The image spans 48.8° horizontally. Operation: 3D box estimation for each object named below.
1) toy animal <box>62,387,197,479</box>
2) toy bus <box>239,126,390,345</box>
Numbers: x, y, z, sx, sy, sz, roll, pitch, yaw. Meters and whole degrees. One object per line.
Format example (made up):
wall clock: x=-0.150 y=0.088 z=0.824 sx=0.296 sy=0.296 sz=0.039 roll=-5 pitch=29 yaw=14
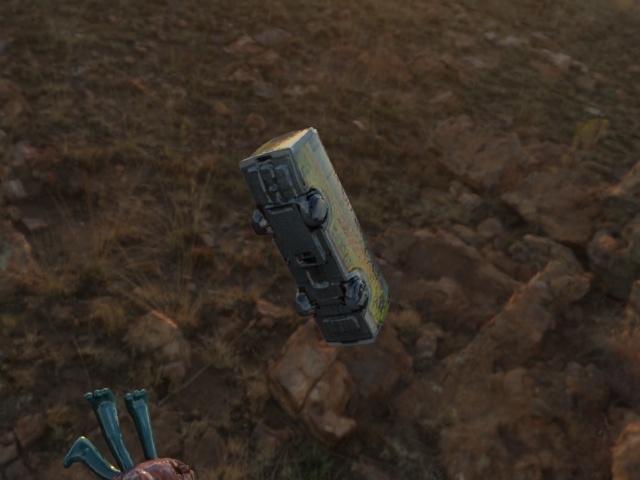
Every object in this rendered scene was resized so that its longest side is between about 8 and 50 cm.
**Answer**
toy animal: x=-0.112 y=0.190 z=0.451 sx=0.103 sy=0.100 sz=0.208 roll=-20 pitch=46 yaw=-27
toy bus: x=0.000 y=0.000 z=0.856 sx=0.092 sy=0.268 sz=0.106 roll=-10 pitch=27 yaw=34
